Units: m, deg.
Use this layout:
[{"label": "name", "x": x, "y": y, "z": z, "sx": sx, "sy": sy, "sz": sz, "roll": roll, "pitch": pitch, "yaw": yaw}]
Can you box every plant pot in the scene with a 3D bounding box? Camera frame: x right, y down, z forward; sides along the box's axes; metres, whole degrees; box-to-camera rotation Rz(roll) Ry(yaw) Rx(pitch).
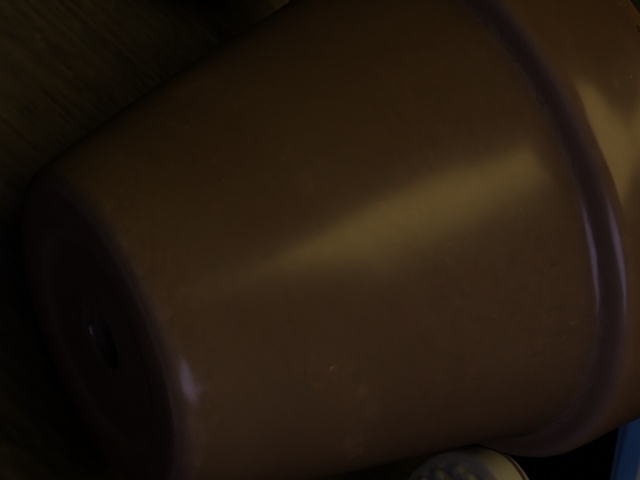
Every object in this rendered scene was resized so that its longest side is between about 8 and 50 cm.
[{"label": "plant pot", "x": 0.000, "y": 0.000, "z": 0.701, "sx": 0.229, "sy": 0.263, "sz": 0.263, "roll": -21, "pitch": 92, "yaw": -26}]

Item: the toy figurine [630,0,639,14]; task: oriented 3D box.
[{"label": "toy figurine", "x": 0.236, "y": -0.071, "z": 1.031, "sx": 0.173, "sy": 0.130, "sz": 0.159, "roll": 15, "pitch": 75, "yaw": -16}]

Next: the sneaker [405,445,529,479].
[{"label": "sneaker", "x": 0.120, "y": 0.230, "z": 0.829, "sx": 0.161, "sy": 0.102, "sz": 0.282, "roll": -16, "pitch": 99, "yaw": -48}]

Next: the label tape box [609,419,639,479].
[{"label": "label tape box", "x": 0.275, "y": 0.069, "z": 0.899, "sx": 0.348, "sy": 0.115, "sz": 0.249, "roll": 6, "pitch": 94, "yaw": -60}]
